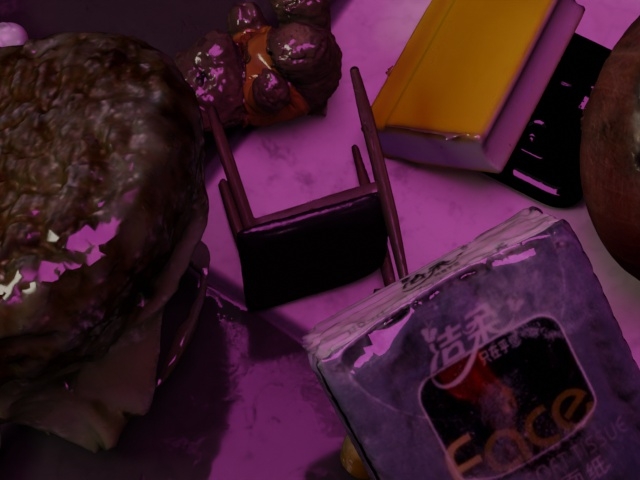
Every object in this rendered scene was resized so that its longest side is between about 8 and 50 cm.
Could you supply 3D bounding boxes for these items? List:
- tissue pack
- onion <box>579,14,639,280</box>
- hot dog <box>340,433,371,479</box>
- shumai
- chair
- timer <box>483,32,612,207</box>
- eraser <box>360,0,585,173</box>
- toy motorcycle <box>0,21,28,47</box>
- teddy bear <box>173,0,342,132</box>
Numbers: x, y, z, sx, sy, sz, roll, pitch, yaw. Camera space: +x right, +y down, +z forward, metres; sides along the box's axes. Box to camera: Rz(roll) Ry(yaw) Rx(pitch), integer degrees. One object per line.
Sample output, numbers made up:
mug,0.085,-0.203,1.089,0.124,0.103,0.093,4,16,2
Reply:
tissue pack,0.170,0.182,1.478,0.259,0.122,0.361,-29,105,-10
onion,0.417,-0.101,1.584,0.353,0.354,0.354,0,66,0
hot dog,0.130,0.158,1.602,0.242,0.084,0.073,-33,73,-14
shumai,-0.252,0.041,1.517,0.395,0.348,0.395,-12,43,12
chair,0.000,0.000,1.621,0.166,0.188,0.272,-16,64,-7
timer,0.243,-0.136,1.751,0.144,0.055,0.187,28,69,11
eraser,0.155,-0.177,1.730,0.158,0.069,0.226,11,61,37
toy motorcycle,-0.386,-0.191,1.751,0.171,0.110,0.260,-21,72,-22
teddy bear,-0.070,-0.176,1.737,0.190,0.140,0.177,-14,40,2
